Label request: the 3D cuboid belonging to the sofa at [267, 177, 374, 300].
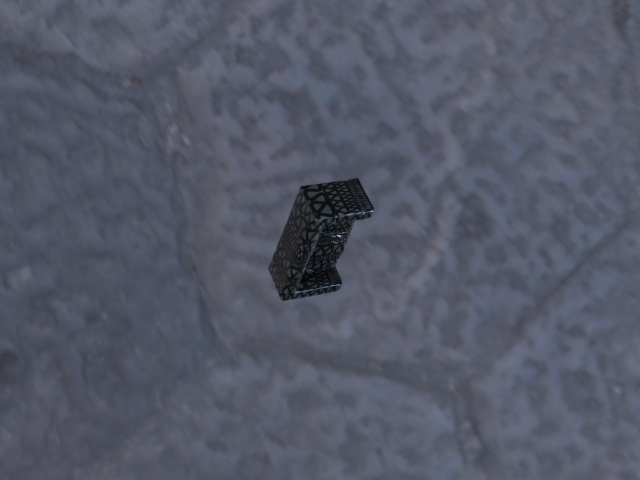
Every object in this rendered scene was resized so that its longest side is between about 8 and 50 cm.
[{"bbox_3d":[0.000,0.000,1.556,0.060,0.039,0.118,-11,148,-26],"label":"sofa"}]
